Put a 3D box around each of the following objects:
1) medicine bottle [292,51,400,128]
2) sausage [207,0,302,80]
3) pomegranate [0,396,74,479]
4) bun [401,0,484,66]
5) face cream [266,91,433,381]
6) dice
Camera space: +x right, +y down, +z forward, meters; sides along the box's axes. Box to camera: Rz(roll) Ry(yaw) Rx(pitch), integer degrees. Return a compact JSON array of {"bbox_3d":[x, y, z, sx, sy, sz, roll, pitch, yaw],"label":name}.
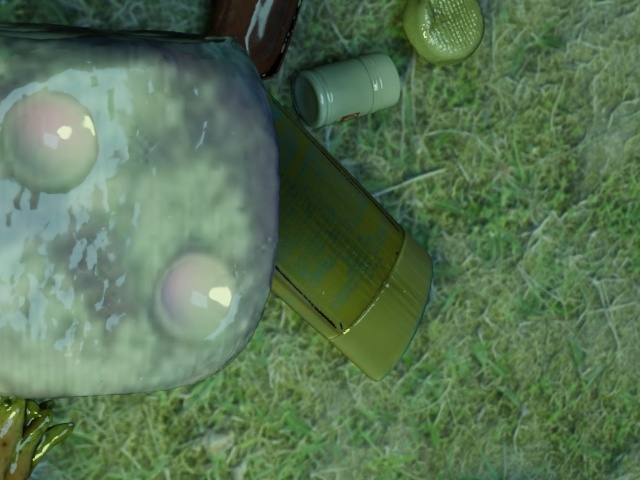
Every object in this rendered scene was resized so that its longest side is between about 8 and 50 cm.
[{"bbox_3d":[0.024,-0.142,1.412,0.089,0.057,0.057,-18,108,-24],"label":"medicine bottle"},{"bbox_3d":[-0.057,-0.210,1.346,0.076,0.076,0.141,14,95,-30],"label":"sausage"},{"bbox_3d":[-0.324,0.229,1.177,0.222,0.276,0.204,42,40,-3],"label":"pomegranate"},{"bbox_3d":[0.114,-0.210,1.450,0.086,0.055,0.086,3,85,-32],"label":"bun"},{"bbox_3d":[0.000,0.000,1.419,0.285,0.067,0.139,44,69,-27],"label":"face cream"},{"bbox_3d":[-0.201,-0.034,1.187,0.270,0.270,0.271,-2,101,-28],"label":"dice"}]
